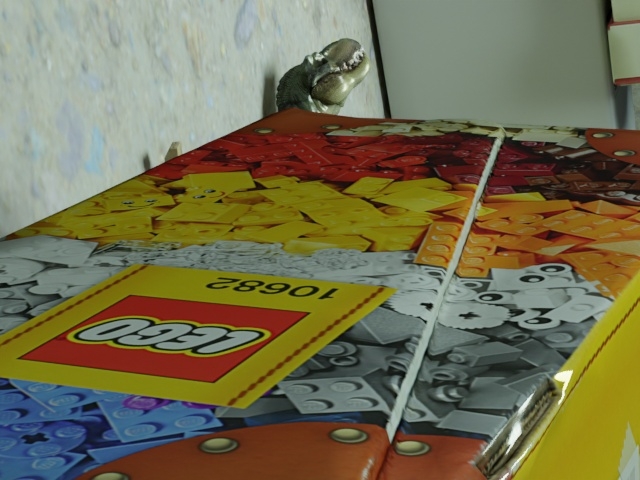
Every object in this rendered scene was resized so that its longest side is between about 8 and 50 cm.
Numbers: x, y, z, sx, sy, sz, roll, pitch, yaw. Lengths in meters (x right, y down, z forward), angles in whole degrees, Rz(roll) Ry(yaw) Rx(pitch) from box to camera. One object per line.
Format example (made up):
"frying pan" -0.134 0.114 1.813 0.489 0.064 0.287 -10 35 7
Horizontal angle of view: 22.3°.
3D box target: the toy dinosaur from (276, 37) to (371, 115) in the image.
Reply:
"toy dinosaur" 0.000 0.000 0.922 0.118 0.064 0.268 35 44 -16

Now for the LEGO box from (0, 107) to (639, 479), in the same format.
"LEGO box" 0.009 0.237 0.535 0.372 0.193 0.500 -32 123 -61

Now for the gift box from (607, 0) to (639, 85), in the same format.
"gift box" 0.345 -0.242 1.200 0.255 0.276 0.258 -49 134 -61

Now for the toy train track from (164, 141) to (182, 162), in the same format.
"toy train track" -0.072 -0.008 0.804 0.048 0.014 0.083 -75 162 -65

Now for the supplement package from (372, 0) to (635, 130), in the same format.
"supplement package" 0.147 -0.181 1.290 0.175 0.177 0.293 -58 142 -64
